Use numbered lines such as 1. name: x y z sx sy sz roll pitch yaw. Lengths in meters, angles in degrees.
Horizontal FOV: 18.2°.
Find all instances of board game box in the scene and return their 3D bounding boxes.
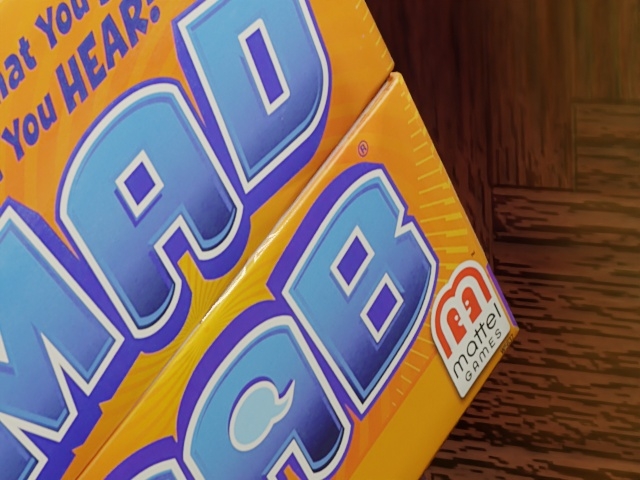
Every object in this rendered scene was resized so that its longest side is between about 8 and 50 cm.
1. board game box: -0.185 0.022 0.977 0.356 0.356 0.356 6 136 40

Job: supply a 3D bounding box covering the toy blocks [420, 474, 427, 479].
1. toy blocks: 0.057 0.229 1.022 0.288 0.309 0.260 -3 92 31
